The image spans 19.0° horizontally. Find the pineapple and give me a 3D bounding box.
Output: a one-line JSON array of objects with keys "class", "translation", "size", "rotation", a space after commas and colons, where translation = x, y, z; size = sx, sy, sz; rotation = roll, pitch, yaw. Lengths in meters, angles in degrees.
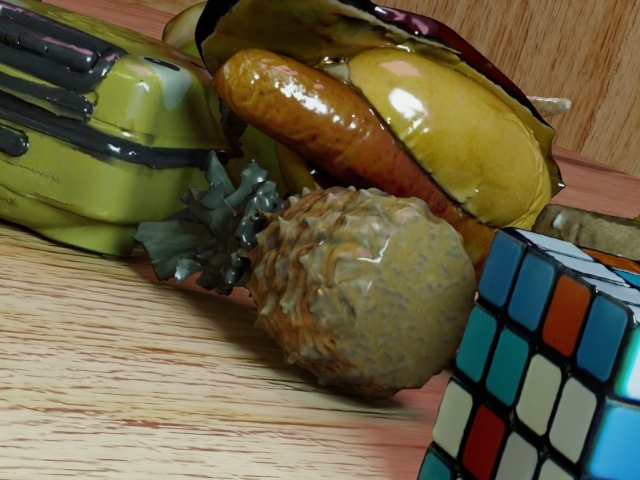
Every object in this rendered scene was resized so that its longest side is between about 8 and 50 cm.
[{"class": "pineapple", "translation": [-0.019, 0.013, 1.176], "size": [0.128, 0.128, 0.248], "rotation": [11, 6, -39]}]

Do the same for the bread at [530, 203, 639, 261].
[{"class": "bread", "translation": [0.273, 0.087, 1.134], "size": [0.416, 0.165, 0.113], "rotation": [9, 11, -42]}]

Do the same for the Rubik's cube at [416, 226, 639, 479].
[{"class": "Rubik's cube", "translation": [0.153, 0.096, 0.885], "size": [0.155, 0.151, 0.154], "rotation": [15, 8, -21]}]

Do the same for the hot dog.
[{"class": "hot dog", "translation": [0.039, -0.047, 1.278], "size": [0.326, 0.194, 0.107], "rotation": [25, 45, -32]}]

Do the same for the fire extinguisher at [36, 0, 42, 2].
[{"class": "fire extinguisher", "translation": [-0.333, -0.181, 1.639], "size": [0.344, 0.138, 0.102], "rotation": [23, 13, 35]}]

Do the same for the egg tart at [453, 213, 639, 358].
[{"class": "egg tart", "translation": [0.194, 0.043, 1.305], "size": [0.234, 0.094, 0.234], "rotation": [-26, 1, 0]}]

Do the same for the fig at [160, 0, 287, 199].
[{"class": "fig", "translation": [-0.032, -0.110, 1.636], "size": [0.207, 0.207, 0.230], "rotation": [25, 18, 38]}]

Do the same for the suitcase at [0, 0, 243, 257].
[{"class": "suitcase", "translation": [-0.170, -0.080, 1.334], "size": [0.194, 0.143, 0.235], "rotation": [22, 9, 17]}]

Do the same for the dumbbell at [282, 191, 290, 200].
[{"class": "dumbbell", "translation": [0.000, 0.000, 1.422], "size": [0.147, 0.069, 0.069], "rotation": [16, 9, -11]}]

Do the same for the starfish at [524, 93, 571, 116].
[{"class": "starfish", "translation": [0.001, -0.154, 1.844], "size": [0.383, 0.398, 0.132], "rotation": [22, 46, -19]}]
